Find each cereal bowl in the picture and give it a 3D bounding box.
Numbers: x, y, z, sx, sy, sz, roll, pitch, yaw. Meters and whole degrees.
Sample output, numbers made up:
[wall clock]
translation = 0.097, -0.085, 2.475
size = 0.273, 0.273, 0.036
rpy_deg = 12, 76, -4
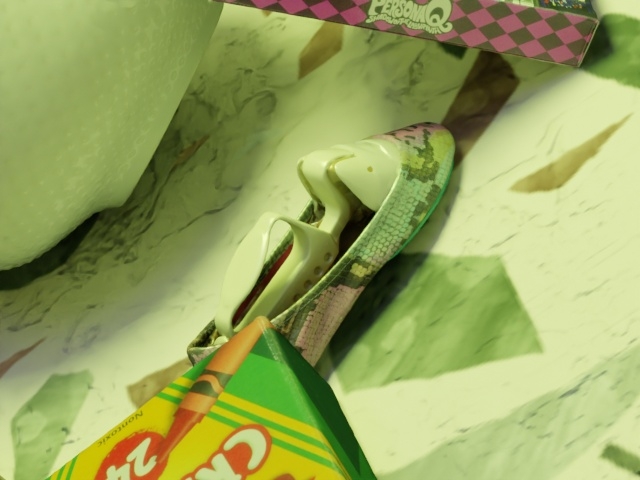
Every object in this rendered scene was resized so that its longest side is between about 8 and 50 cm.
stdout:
[cereal bowl]
translation = -0.162, -0.122, 1.245
size = 0.339, 0.141, 0.339
rpy_deg = -61, 8, 15

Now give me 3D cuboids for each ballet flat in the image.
[ballet flat]
translation = 0.000, 0.000, 1.065
size = 0.077, 0.079, 0.221
rpy_deg = 12, 60, 50

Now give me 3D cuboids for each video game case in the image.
[video game case]
translation = 0.040, -0.196, 1.143
size = 0.210, 0.232, 0.042
rpy_deg = -100, 23, -51

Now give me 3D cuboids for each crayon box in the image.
[crayon box]
translation = -0.045, 0.197, 0.889
size = 0.202, 0.081, 0.318
rpy_deg = -37, 35, 4

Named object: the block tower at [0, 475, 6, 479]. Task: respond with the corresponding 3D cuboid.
[block tower]
translation = -0.314, 0.148, 1.191
size = 0.335, 0.097, 0.091
rpy_deg = 11, 60, 48
